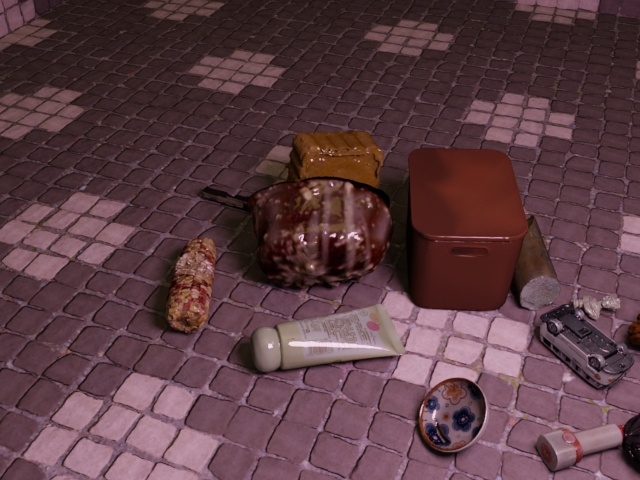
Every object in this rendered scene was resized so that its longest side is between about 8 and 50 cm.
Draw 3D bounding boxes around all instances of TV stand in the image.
[{"bbox_3d":[-0.201,-0.099,1.883,0.249,0.042,0.036,16,44,20],"label":"TV stand"}]

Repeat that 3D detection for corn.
[{"bbox_3d":[-0.286,0.088,1.610,0.098,0.098,0.290,0,38,1],"label":"corn"}]

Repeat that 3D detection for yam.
[{"bbox_3d":[0.481,0.037,1.656,0.106,0.106,0.259,-1,40,-1],"label":"yam"}]

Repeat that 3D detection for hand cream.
[{"bbox_3d":[0.010,0.201,1.469,0.305,0.093,0.147,-8,41,-12],"label":"hand cream"}]

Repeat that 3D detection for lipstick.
[{"bbox_3d":[0.492,0.362,1.293,0.186,0.057,0.063,-10,39,-16],"label":"lipstick"}]

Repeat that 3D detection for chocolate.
[{"bbox_3d":[0.000,0.000,1.628,0.340,0.225,0.210,-1,51,0],"label":"chocolate"}]

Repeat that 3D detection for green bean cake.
[{"bbox_3d":[0.027,-0.163,1.799,0.229,0.224,0.131,-3,39,-19],"label":"green bean cake"}]

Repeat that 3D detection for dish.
[{"bbox_3d":[0.262,0.335,1.324,0.141,0.078,0.141,-25,45,28],"label":"dish"}]

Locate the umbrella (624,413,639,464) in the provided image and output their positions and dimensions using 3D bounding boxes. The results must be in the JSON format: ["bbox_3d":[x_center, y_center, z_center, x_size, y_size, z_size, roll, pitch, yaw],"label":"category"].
[{"bbox_3d":[0.691,0.320,1.306,0.340,0.118,0.118,-21,43,-26],"label":"umbrella"}]

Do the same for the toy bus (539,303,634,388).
[{"bbox_3d":[0.534,0.218,1.442,0.087,0.089,0.194,-20,43,-25],"label":"toy bus"}]

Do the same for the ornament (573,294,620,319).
[{"bbox_3d":[0.607,0.143,1.576,0.092,0.041,0.068,-17,35,-5],"label":"ornament"}]

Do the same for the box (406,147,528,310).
[{"bbox_3d":[0.316,-0.027,1.638,0.239,0.229,0.339,2,39,3],"label":"box"}]

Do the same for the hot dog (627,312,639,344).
[{"bbox_3d":[0.743,0.187,1.397,0.175,0.114,0.259,-10,18,-27],"label":"hot dog"}]
